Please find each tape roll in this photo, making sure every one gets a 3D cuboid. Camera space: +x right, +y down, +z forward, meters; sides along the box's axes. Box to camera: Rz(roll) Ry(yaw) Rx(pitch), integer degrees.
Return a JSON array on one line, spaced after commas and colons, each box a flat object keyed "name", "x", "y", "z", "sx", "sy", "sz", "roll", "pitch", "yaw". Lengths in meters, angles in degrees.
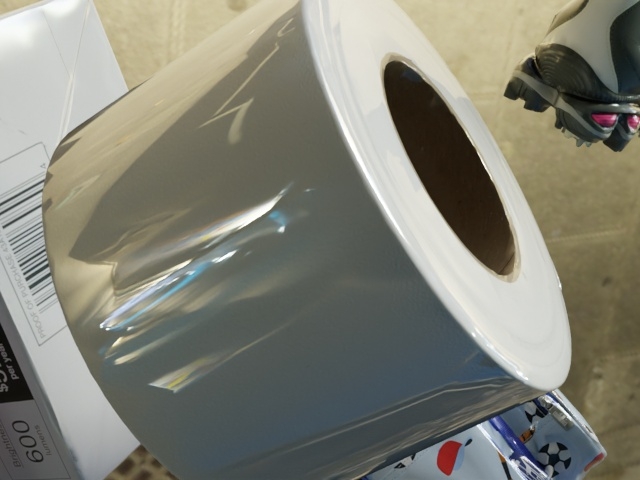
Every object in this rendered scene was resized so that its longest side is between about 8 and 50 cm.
[{"name": "tape roll", "x": 0.000, "y": 0.000, "z": 0.595, "sx": 0.169, "sy": 0.246, "sz": 0.246, "roll": -30, "pitch": 134, "yaw": 23}]

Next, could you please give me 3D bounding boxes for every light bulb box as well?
[{"name": "light bulb box", "x": -0.326, "y": 0.015, "z": 0.977, "sx": 0.225, "sy": 0.361, "sz": 0.358, "roll": -41, "pitch": 115, "yaw": -53}]

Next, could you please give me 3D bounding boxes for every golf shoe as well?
[{"name": "golf shoe", "x": 0.239, "y": -0.137, "z": 0.826, "sx": 0.273, "sy": 0.105, "sz": 0.120, "roll": -17, "pitch": 138, "yaw": -59}]

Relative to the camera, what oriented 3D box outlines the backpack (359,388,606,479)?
[{"name": "backpack", "x": 0.078, "y": 0.149, "z": 0.892, "sx": 0.263, "sy": 0.276, "sz": 0.213, "roll": 42, "pitch": 81, "yaw": 2}]
